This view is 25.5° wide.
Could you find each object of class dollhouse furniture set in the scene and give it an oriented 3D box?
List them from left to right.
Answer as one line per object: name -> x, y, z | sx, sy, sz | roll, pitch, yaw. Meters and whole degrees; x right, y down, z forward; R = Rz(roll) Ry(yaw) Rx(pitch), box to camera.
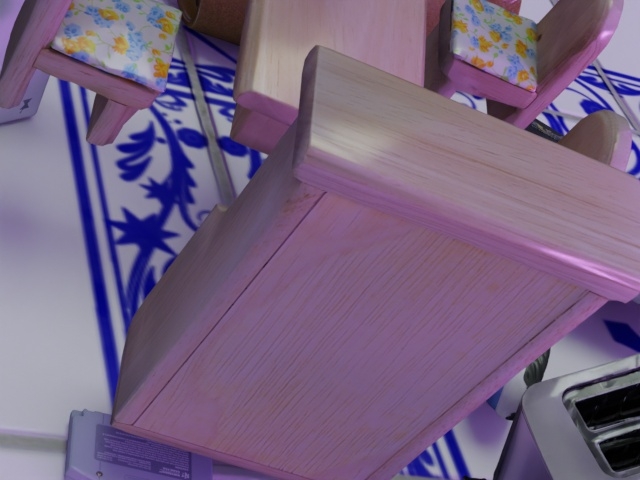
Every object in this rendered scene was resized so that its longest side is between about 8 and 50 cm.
dollhouse furniture set -> 0.024, -0.096, 0.803 | 0.362, 0.256, 0.394 | 21, 50, -19

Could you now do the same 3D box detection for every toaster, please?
toaster -> 0.197, 0.160, 0.826 | 0.185, 0.110, 0.168 | -13, 50, -15

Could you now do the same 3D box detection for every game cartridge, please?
game cartridge -> -0.101, 0.125, 0.786 | 0.083, 0.017, 0.056 | 17, 31, -17

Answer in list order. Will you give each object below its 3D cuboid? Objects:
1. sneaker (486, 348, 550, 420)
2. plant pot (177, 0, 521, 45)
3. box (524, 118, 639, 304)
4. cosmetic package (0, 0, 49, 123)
sneaker -> 0.103, 0.052, 0.987 | 0.081, 0.080, 0.211 | 11, 27, -14
plant pot -> 0.010, -0.240, 1.207 | 0.254, 0.237, 0.237 | -5, 43, -17
box -> 0.231, -0.014, 1.113 | 0.231, 0.056, 0.183 | 30, 17, -8
cosmetic package -> -0.319, -0.177, 0.930 | 0.224, 0.138, 0.224 | 42, 35, 18
